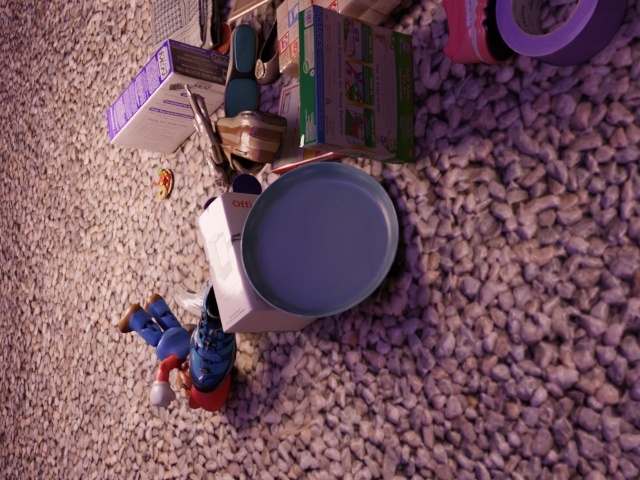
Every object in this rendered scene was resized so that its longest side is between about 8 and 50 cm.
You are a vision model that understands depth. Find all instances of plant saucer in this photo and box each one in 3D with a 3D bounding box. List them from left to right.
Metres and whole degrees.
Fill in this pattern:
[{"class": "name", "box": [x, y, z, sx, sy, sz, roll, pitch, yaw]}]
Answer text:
[{"class": "plant saucer", "box": [-0.244, -0.506, 2.044, 0.083, 0.013, 0.084, -8, 79, 49]}, {"class": "plant saucer", "box": [0.000, 0.000, 1.583, 0.317, 0.044, 0.318, -5, 70, 14]}]

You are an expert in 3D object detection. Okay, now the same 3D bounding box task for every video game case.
[{"class": "video game case", "box": [0.001, -0.259, 1.697, 0.285, 0.025, 0.204, -10, 67, 49]}]

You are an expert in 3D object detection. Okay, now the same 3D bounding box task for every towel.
[{"class": "towel", "box": [-0.368, -0.619, 2.157, 0.324, 0.056, 0.312, -12, 75, 49]}]

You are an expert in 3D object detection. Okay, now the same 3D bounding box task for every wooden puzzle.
[{"class": "wooden puzzle", "box": [-0.112, -0.608, 1.840, 0.238, 0.044, 0.221, -14, 53, 51]}]

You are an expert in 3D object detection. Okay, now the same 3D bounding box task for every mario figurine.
[{"class": "mario figurine", "box": [-0.348, 0.292, 1.949, 0.198, 0.170, 0.320, -41, 72, -11]}]

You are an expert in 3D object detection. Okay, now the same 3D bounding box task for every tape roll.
[{"class": "tape roll", "box": [0.373, -0.372, 1.264, 0.189, 0.080, 0.189, -6, 82, 50]}]

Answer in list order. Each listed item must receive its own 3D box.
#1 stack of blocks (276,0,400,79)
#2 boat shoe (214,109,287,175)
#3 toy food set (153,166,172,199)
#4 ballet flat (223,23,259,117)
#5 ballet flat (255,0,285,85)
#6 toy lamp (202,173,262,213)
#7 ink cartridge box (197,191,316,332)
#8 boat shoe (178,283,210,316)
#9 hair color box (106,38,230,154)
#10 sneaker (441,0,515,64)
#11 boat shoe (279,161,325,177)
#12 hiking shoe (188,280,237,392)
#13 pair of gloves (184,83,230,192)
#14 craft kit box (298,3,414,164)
[{"class": "stack of blocks", "box": [0.029, -0.471, 1.633, 0.297, 0.087, 0.171, -33, 52, 47]}, {"class": "boat shoe", "box": [-0.167, -0.207, 1.783, 0.324, 0.122, 0.120, -177, 96, -73]}, {"class": "toy food set", "box": [-0.432, -0.157, 2.221, 0.082, 0.020, 0.083, 45, 119, 42]}, {"class": "ballet flat", "box": [-0.187, -0.386, 1.929, 0.086, 0.086, 0.248, 8, 91, 49]}, {"class": "ballet flat", "box": [-0.095, -0.465, 1.832, 0.250, 0.058, 0.084, -58, 47, 28]}, {"class": "toy lamp", "box": [-0.214, -0.085, 1.882, 0.274, 0.080, 0.080, 151, 116, -61]}, {"class": "ink cartridge box", "box": [-0.124, 0.048, 1.707, 0.115, 0.198, 0.273, -40, 57, 41]}, {"class": "boat shoe", "box": [-0.256, 0.149, 1.952, 0.227, 0.079, 0.081, 21, 95, 42]}, {"class": "hair color box", "box": [-0.384, -0.355, 2.060, 0.339, 0.185, 0.110, -32, 61, 42]}, {"class": "sneaker", "box": [0.257, -0.451, 1.380, 0.136, 0.116, 0.314, 0, 86, 51]}, {"class": "boat shoe", "box": [-0.039, -0.149, 1.750, 0.125, 0.038, 0.046, -10, 79, 48]}, {"class": "hiking shoe", "box": [-0.237, 0.189, 1.801, 0.113, 0.132, 0.304, 13, 86, 11]}, {"class": "pair of gloves", "box": [-0.267, -0.234, 1.926, 0.240, 0.042, 0.204, 83, 168, -65]}, {"class": "craft kit box", "box": [0.069, -0.277, 1.480, 0.061, 0.246, 0.250, -9, 79, 51]}]
